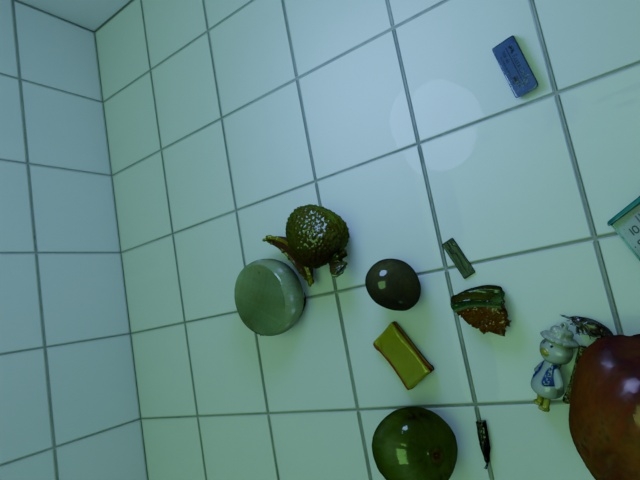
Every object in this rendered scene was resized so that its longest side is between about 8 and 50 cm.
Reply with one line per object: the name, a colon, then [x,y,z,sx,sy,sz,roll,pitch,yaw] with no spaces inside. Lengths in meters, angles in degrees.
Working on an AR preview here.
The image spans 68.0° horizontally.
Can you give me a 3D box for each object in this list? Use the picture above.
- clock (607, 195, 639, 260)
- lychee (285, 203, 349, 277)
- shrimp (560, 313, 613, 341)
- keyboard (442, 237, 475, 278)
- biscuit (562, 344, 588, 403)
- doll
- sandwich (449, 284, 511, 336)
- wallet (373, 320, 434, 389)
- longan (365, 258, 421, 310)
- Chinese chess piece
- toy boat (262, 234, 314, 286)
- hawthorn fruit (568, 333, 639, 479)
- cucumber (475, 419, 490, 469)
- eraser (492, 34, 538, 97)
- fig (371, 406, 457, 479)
clock: [0.994,-0.042,1.332,0.231,0.116,0.262,62,156,23]
lychee: [-0.008,-0.008,1.961,0.319,0.270,0.270,23,102,12]
shrimp: [0.841,0.276,1.504,0.165,0.056,0.065,24,108,35]
keyboard: [0.510,0.066,1.758,0.053,0.010,0.155,-39,69,28]
biscuit: [0.833,0.437,1.517,0.064,0.034,0.199,17,99,33]
doll: [0.746,0.402,1.529,0.119,0.138,0.293,11,100,-7]
sandwich: [0.566,0.247,1.670,0.184,0.109,0.160,-9,104,32]
wallet: [0.321,0.449,1.850,0.241,0.067,0.141,52,120,28]
longan: [0.276,0.166,1.803,0.220,0.196,0.197,24,105,-7]
Chinese chess piece: [-0.233,0.255,2.150,0.349,0.146,0.350,5,98,38]
toy boat: [-0.122,0.074,2.120,0.318,0.099,0.141,43,157,18]
hawthorn fruit: [0.890,0.485,1.243,0.471,0.471,0.472,-1,88,34]
cucumber: [0.581,0.718,1.675,0.039,0.043,0.163,-21,77,60]
eraser: [0.674,-0.605,1.649,0.082,0.036,0.225,-28,74,32]
fig: [0.320,0.751,1.722,0.316,0.316,0.316,-1,88,34]
